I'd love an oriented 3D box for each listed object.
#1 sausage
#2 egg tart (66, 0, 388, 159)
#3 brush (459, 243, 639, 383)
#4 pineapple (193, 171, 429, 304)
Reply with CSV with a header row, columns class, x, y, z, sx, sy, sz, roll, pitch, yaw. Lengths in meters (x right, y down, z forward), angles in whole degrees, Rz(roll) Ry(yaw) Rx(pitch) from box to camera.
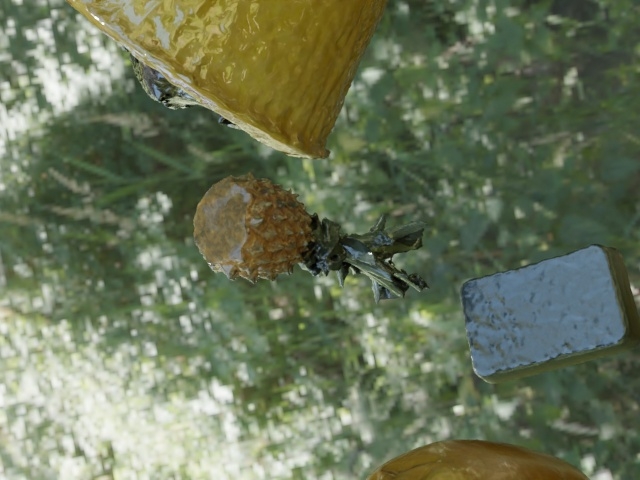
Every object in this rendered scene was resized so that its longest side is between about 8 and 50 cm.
class,x,y,z,sx,sy,sz,roll,pitch,yaw
sausage,0.135,0.226,1.050,0.354,0.134,0.116,26,-123,-56
egg tart,-0.050,-0.155,0.765,0.171,0.215,0.215,-53,24,8
brush,0.260,0.085,1.435,0.059,0.197,0.123,24,-128,-59
pineapple,0.000,0.000,1.355,0.130,0.277,0.119,-40,55,32
